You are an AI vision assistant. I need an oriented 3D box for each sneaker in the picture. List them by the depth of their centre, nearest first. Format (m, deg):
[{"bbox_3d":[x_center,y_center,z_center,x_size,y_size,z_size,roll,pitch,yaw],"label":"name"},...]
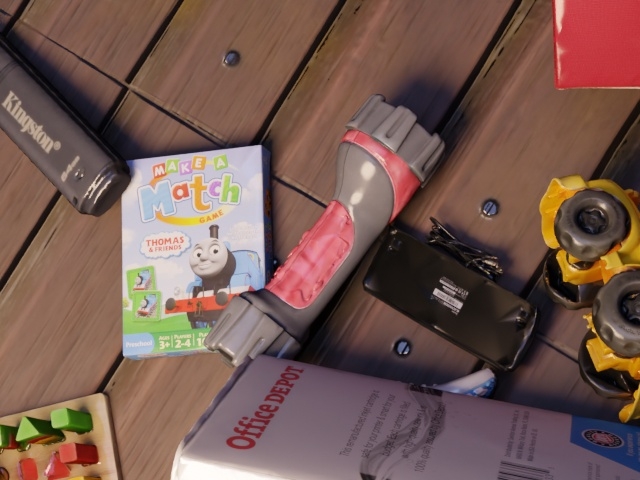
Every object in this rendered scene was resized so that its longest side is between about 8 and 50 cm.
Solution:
[{"bbox_3d":[0.081,0.161,1.506,0.191,0.071,0.083,-28,67,8],"label":"sneaker"}]

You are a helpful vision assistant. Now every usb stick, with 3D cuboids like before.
[{"bbox_3d":[-0.307,-0.132,1.671,0.077,0.045,0.278,-49,63,7],"label":"usb stick"}]

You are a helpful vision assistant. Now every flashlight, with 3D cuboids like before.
[{"bbox_3d":[0.000,0.000,1.521,0.103,0.103,0.304,37,80,7],"label":"flashlight"}]

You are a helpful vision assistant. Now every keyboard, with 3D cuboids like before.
[{"bbox_3d":[0.139,0.049,1.533,0.192,0.038,0.100,31,97,27],"label":"keyboard"}]

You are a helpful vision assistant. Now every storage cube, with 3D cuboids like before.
[{"bbox_3d":[0.316,-0.258,1.429,0.184,0.215,0.193,1,113,16],"label":"storage cube"}]

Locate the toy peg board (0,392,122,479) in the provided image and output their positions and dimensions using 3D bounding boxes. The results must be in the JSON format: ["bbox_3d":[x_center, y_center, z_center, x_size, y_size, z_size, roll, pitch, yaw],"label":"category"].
[{"bbox_3d":[-0.295,0.250,1.588,0.161,0.079,0.160,-15,75,13],"label":"toy peg board"}]

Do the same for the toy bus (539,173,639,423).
[{"bbox_3d":[0.328,0.030,1.429,0.211,0.149,0.220,-19,65,-5],"label":"toy bus"}]

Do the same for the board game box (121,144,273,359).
[{"bbox_3d":[-0.129,0.013,1.611,0.160,0.039,0.211,-6,76,15],"label":"board game box"}]

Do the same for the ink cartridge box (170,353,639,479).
[{"bbox_3d":[0.089,0.244,1.327,0.395,0.285,0.166,11,104,9],"label":"ink cartridge box"}]
